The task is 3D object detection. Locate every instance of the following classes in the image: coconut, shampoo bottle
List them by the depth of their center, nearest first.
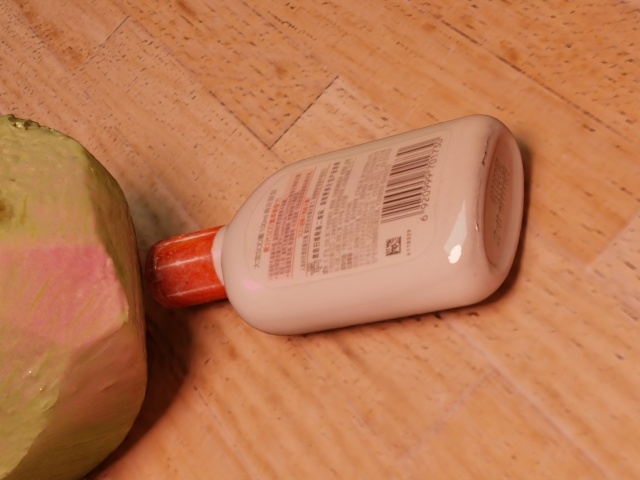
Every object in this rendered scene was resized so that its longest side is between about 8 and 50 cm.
[{"bbox_3d":[0.000,0.000,0.704,0.221,0.051,0.108,-13,52,35],"label":"shampoo bottle"},{"bbox_3d":[-0.202,0.052,0.727,0.236,0.235,0.205,-90,10,-46],"label":"coconut"}]
